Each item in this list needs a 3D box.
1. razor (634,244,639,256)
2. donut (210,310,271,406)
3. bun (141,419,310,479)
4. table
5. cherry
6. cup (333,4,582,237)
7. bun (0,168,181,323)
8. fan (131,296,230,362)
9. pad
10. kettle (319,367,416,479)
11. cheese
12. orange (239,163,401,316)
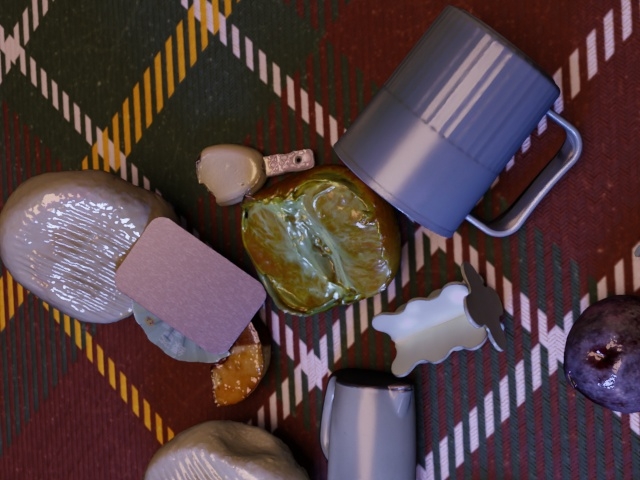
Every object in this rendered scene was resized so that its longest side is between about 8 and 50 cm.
[{"bbox_3d":[0.579,-0.105,1.370,0.111,0.056,0.278,7,88,-14],"label":"razor"},{"bbox_3d":[-0.164,0.220,1.675,0.141,0.085,0.217,-5,91,23],"label":"donut"},{"bbox_3d":[-0.171,0.519,1.611,0.349,0.227,0.352,47,105,15],"label":"bun"},{"bbox_3d":[0.208,0.150,1.483,0.198,0.166,0.166,-27,81,29],"label":"table"},{"bbox_3d":[0.484,0.182,1.344,0.195,0.195,0.195,1,92,23],"label":"cherry"},{"bbox_3d":[0.240,-0.183,1.398,0.331,0.257,0.311,42,105,18],"label":"cup"},{"bbox_3d":[-0.463,-0.005,1.691,0.361,0.213,0.361,-5,122,-8],"label":"bun"},{"bbox_3d":[-0.286,0.171,1.644,0.240,0.009,0.131,35,115,2],"label":"fan"},{"bbox_3d":[-0.252,0.090,1.605,0.266,0.002,0.176,36,99,-5],"label":"pad"},{"bbox_3d":[0.077,0.370,1.548,0.240,0.165,0.255,2,92,51],"label":"kettle"},{"bbox_3d":[-0.129,-0.141,1.665,0.255,0.050,0.127,-6,89,23],"label":"cheese"},{"bbox_3d":[0.006,-0.003,1.530,0.334,0.196,0.262,-26,88,31],"label":"orange"}]
